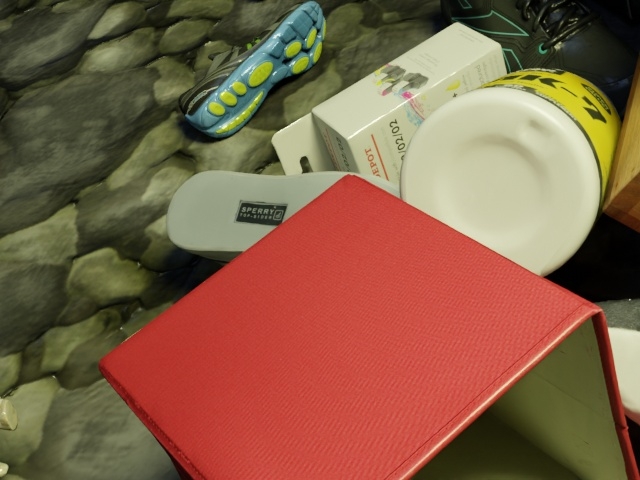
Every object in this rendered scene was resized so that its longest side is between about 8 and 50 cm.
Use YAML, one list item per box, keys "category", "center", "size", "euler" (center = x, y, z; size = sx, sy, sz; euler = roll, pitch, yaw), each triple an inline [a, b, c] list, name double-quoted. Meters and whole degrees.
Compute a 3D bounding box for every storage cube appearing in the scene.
- category: "storage cube"
  center: [0.032, 0.110, 0.562]
  size: [0.215, 0.184, 0.193]
  euler: [-38, 41, -17]

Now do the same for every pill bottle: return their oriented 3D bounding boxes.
- category: "pill bottle"
  center: [0.138, -0.052, 0.688]
  size: [0.119, 0.119, 0.208]
  euler: [-2, 13, 23]

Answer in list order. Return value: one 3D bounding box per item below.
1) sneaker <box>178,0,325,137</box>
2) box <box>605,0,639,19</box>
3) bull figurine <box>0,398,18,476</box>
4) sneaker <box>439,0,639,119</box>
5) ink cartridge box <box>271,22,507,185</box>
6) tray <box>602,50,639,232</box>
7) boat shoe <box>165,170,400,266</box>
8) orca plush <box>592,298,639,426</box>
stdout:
- category: "sneaker"
  center: [-0.066, -0.178, 1.017]
  size: [0.078, 0.067, 0.188]
  euler: [29, 64, 36]
- category: "box"
  center: [0.328, -0.394, 0.986]
  size: [0.296, 0.183, 0.294]
  euler: [-27, 39, -3]
- category: "bull figurine"
  center: [-0.276, 0.231, 0.634]
  size: [0.188, 0.101, 0.310]
  euler: [-16, 42, 2]
- category: "sneaker"
  center: [0.179, -0.184, 0.884]
  size: [0.101, 0.106, 0.267]
  euler: [-32, 42, -13]
- category: "ink cartridge box"
  center: [0.064, -0.078, 0.817]
  size: [0.181, 0.104, 0.061]
  euler: [-33, 40, -11]
- category: "tray"
  center: [0.325, -0.128, 0.699]
  size: [0.202, 0.076, 0.411]
  euler: [28, 50, -4]
- category: "boat shoe"
  center: [0.000, 0.000, 0.773]
  size: [0.258, 0.084, 0.095]
  euler: [17, 78, 39]
- category: "orca plush"
  center: [0.238, 0.100, 0.583]
  size: [0.287, 0.102, 0.151]
  euler: [1, 89, 39]
